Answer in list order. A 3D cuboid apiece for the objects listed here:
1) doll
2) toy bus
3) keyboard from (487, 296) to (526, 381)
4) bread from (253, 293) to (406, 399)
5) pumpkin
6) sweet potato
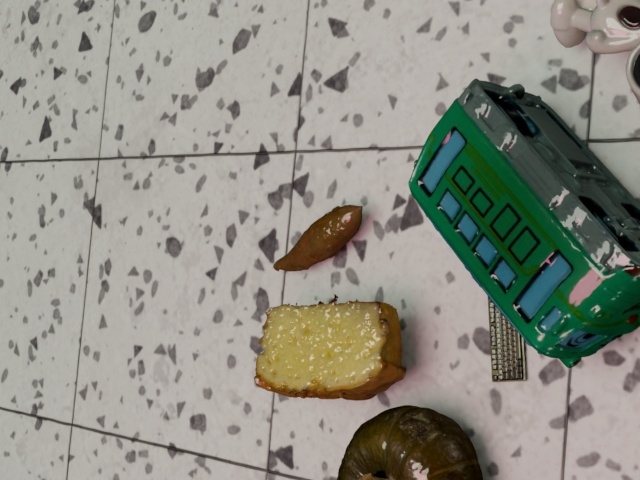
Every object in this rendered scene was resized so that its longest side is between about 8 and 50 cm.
[{"bbox_3d":[0.389,-0.210,1.246,0.271,0.144,0.208,12,71,38],"label":"doll"},{"bbox_3d":[0.265,-0.018,1.280,0.199,0.183,0.343,-52,54,27],"label":"toy bus"},{"bbox_3d":[0.243,0.120,1.390,0.049,0.015,0.129,-8,79,40],"label":"keyboard"},{"bbox_3d":[0.031,0.152,1.488,0.229,0.139,0.143,-4,79,40],"label":"bread"},{"bbox_3d":[0.112,0.322,1.384,0.219,0.162,0.219,-11,75,43],"label":"pumpkin"},{"bbox_3d":[0.000,0.000,1.592,0.206,0.060,0.068,-36,25,33],"label":"sweet potato"}]
